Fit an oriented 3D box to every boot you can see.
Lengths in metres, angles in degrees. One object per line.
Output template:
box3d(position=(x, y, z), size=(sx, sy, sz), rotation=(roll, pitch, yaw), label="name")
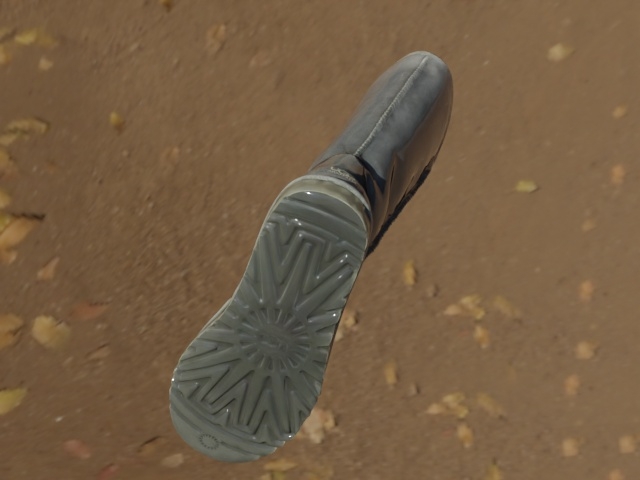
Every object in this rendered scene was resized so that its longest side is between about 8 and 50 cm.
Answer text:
box3d(position=(0.002, 0.002, 0.737), size=(0.076, 0.189, 0.208), rotation=(30, 27, -4), label="boot")
